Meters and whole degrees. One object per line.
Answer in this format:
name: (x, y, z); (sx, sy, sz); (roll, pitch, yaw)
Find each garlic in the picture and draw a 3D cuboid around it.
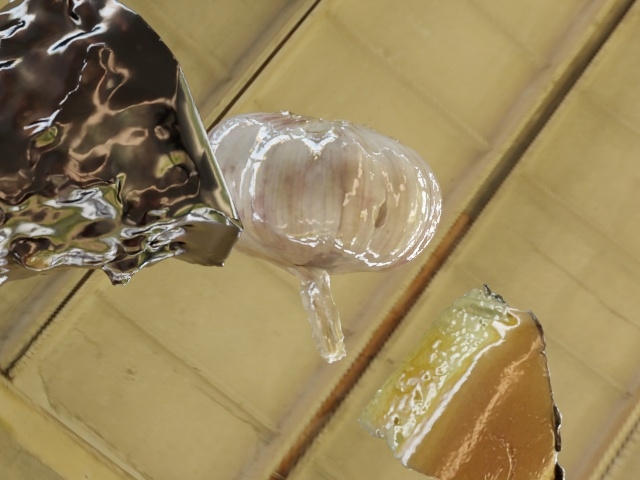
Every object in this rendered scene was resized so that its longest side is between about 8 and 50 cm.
garlic: (0.000, 0.000, 1.035); (0.245, 0.245, 0.253); (-1, -80, -17)

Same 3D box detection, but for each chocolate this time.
chocolate: (-0.197, -0.042, 0.693); (0.177, 0.206, 0.224); (-36, -56, -30)

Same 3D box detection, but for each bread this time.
bread: (0.150, 0.150, 0.917); (0.160, 0.140, 0.169); (43, -98, -26)
